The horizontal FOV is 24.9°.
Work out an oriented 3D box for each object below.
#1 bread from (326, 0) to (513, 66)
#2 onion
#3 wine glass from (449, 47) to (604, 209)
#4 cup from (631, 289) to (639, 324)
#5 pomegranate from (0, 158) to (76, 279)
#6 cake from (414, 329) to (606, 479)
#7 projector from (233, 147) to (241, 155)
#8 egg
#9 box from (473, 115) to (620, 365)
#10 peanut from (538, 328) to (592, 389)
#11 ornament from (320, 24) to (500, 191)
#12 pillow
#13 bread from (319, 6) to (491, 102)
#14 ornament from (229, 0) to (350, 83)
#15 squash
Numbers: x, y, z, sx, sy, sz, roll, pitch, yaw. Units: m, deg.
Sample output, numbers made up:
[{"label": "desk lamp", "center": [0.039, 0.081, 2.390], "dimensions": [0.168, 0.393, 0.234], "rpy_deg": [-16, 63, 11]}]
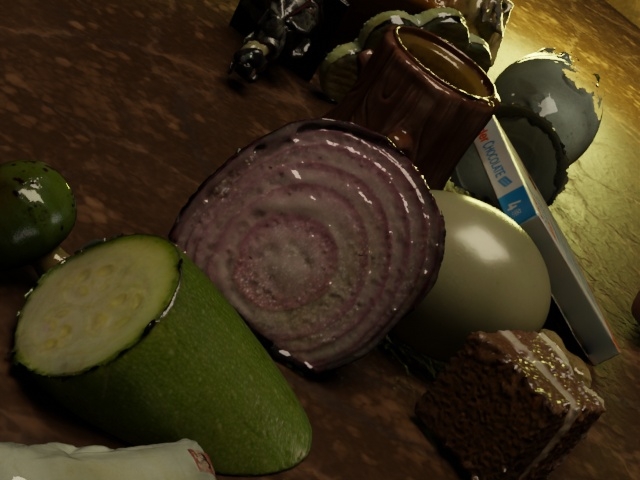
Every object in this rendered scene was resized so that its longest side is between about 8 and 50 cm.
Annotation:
[{"label": "bread", "center": [0.102, -0.369, 2.246], "dimensions": [0.389, 0.236, 0.183], "rpy_deg": [26, 70, -13]}, {"label": "onion", "center": [0.000, 0.000, 1.549], "dimensions": [0.250, 0.247, 0.111], "rpy_deg": [45, -5, 7]}, {"label": "wine glass", "center": [0.322, -0.171, 2.221], "dimensions": [0.190, 0.190, 0.357], "rpy_deg": [35, 31, 5]}, {"label": "cup", "center": [0.562, 0.100, 2.041], "dimensions": [0.200, 0.191, 0.253], "rpy_deg": [38, -4, 17]}, {"label": "pomegranate", "center": [-0.274, -0.008, 1.355], "dimensions": [0.142, 0.114, 0.114], "rpy_deg": [57, 23, -12]}, {"label": "cake", "center": [0.206, 0.179, 1.537], "dimensions": [0.135, 0.134, 0.147], "rpy_deg": [48, 20, 29]}, {"label": "projector", "center": [-0.062, -0.031, 1.671], "dimensions": [0.115, 0.061, 0.147], "rpy_deg": [25, 27, -14]}, {"label": "egg", "center": [0.144, 0.040, 1.638], "dimensions": [0.242, 0.186, 0.186], "rpy_deg": [27, 25, 6]}, {"label": "box", "center": [0.290, -0.008, 1.910], "dimensions": [0.265, 0.048, 0.273], "rpy_deg": [55, 13, -31]}, {"label": "peanut", "center": [0.291, 0.150, 1.770], "dimensions": [0.054, 0.054, 0.113], "rpy_deg": [6, 36, -43]}, {"label": "ornament", "center": [0.104, -0.151, 1.888], "dimensions": [0.235, 0.217, 0.221], "rpy_deg": [-2, 43, -51]}, {"label": "pillow", "center": [-0.169, 0.210, 1.140], "dimensions": [0.229, 0.051, 0.128], "rpy_deg": [7, 43, -41]}, {"label": "bread", "center": [0.142, -0.264, 2.152], "dimensions": [0.286, 0.207, 0.056], "rpy_deg": [15, 37, -39]}, {"label": "ornament", "center": [-0.084, -0.291, 2.041], "dimensions": [0.153, 0.166, 0.196], "rpy_deg": [35, 40, 6]}, {"label": "squash", "center": [-0.141, 0.136, 1.336], "dimensions": [0.260, 0.189, 0.189], "rpy_deg": [59, 6, -39]}]
